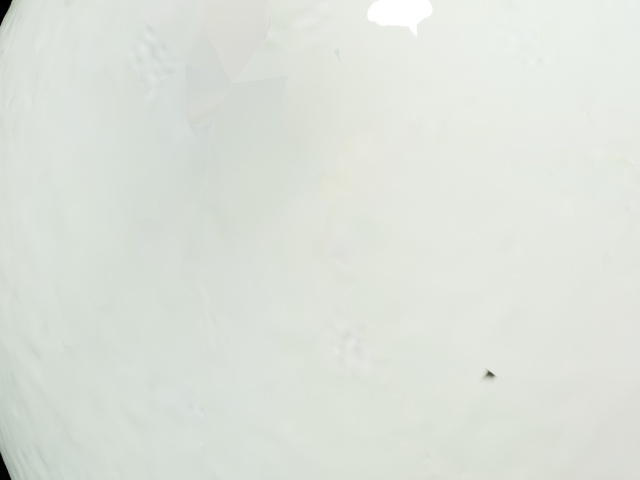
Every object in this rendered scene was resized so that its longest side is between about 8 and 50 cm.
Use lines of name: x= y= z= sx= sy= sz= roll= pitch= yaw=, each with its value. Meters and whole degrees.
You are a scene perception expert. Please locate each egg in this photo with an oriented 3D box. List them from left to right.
egg: x=-0.001 y=-0.005 z=0.452 sx=0.286 sy=0.264 sz=0.174 roll=-31 pitch=-22 yaw=31
